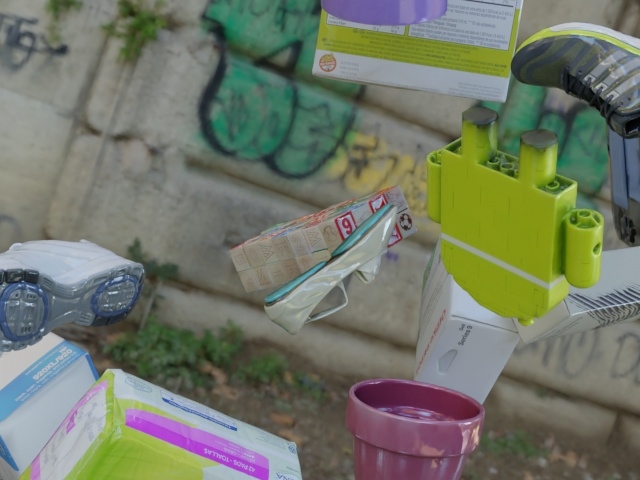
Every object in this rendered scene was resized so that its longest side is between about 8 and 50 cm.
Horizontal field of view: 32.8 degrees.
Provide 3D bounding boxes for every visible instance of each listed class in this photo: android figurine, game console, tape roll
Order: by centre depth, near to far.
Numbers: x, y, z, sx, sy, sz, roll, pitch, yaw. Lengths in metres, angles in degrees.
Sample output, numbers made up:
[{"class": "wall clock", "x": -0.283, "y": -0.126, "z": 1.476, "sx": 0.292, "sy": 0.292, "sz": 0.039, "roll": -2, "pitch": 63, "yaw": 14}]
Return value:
[{"class": "android figurine", "x": 0.220, "y": -0.018, "z": 1.280, "sx": 0.056, "sy": 0.273, "sz": 0.248, "roll": -32, "pitch": 41, "yaw": -33}, {"class": "tape roll", "x": 0.094, "y": -0.381, "z": 1.591, "sx": 0.188, "sy": 0.080, "sz": 0.189, "roll": 1, "pitch": 28, "yaw": 0}, {"class": "game console", "x": 0.611, "y": -0.172, "z": 2.133, "sx": 0.060, "sy": 0.387, "sz": 0.342, "roll": -6, "pitch": 9, "yaw": 9}]

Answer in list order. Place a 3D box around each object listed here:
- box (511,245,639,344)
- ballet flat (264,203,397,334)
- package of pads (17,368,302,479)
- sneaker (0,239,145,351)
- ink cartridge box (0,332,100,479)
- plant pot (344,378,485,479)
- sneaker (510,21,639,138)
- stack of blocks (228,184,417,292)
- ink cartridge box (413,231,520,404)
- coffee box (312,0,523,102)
[{"class": "box", "x": 0.411, "y": 0.078, "z": 1.640, "sx": 0.275, "sy": 0.094, "sz": 0.113, "roll": -7, "pitch": -24, "yaw": -37}, {"class": "ballet flat", "x": 0.031, "y": 0.048, "z": 1.585, "sx": 0.086, "sy": 0.248, "sz": 0.086, "roll": 51, "pitch": -6, "yaw": 8}, {"class": "package of pads", "x": -0.193, "y": 0.282, "z": 1.084, "sx": 0.229, "sy": 0.296, "sz": 0.101, "roll": 28, "pitch": 25, "yaw": -27}, {"class": "sneaker", "x": -0.360, "y": 0.056, "z": 1.346, "sx": 0.129, "sy": 0.111, "sz": 0.297, "roll": 31, "pitch": 18, "yaw": 31}, {"class": "ink cartridge box", "x": -0.440, "y": 0.227, "z": 1.558, "sx": 0.232, "sy": 0.168, "sz": 0.171, "roll": 21, "pitch": -41, "yaw": 36}, {"class": "plant pot", "x": 0.129, "y": 0.316, "z": 1.590, "sx": 0.201, "sy": 0.180, "sz": 0.201, "roll": 7, "pitch": 10, "yaw": -1}, {"class": "sneaker", "x": 0.391, "y": -0.206, "z": 1.446, "sx": 0.299, "sy": 0.121, "sz": 0.111, "roll": 14, "pitch": -24, "yaw": 28}, {"class": "stack of blocks", "x": 0.000, "y": 0.000, "z": 1.891, "sx": 0.171, "sy": 0.087, "sz": 0.297, "roll": -29, "pitch": 9, "yaw": -41}, {"class": "ink cartridge box", "x": 0.242, "y": 0.102, "z": 1.789, "sx": 0.121, "sy": 0.211, "sz": 0.289, "roll": 15, "pitch": 44, "yaw": -3}, {"class": "coffee box", "x": 0.195, "y": -0.444, "z": 1.961, "sx": 0.338, "sy": 0.335, "sz": 0.337, "roll": 9, "pitch": 12, "yaw": 7}]
